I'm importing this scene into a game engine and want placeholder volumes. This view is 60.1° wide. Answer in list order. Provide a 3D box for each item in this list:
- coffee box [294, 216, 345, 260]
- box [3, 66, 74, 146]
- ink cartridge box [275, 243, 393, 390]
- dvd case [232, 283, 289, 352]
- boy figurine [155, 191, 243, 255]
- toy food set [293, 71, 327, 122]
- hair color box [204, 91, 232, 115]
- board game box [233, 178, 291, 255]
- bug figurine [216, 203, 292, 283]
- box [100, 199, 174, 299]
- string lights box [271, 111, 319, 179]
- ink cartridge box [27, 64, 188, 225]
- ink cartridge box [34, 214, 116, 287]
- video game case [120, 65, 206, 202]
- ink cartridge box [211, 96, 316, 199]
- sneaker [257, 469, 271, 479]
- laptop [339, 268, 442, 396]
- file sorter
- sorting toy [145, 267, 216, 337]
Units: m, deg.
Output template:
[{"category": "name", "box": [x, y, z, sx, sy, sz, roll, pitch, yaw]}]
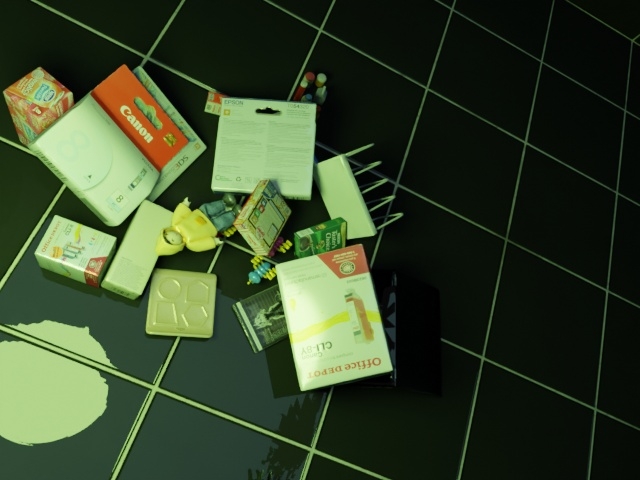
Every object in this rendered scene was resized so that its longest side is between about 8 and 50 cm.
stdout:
[{"category": "coffee box", "box": [0.000, 0.000, 1.843, 0.184, 0.113, 0.040, -19, 40, -27]}, {"category": "box", "box": [-0.793, -0.352, 1.590, 0.123, 0.257, 0.128, 40, 62, 0]}, {"category": "ink cartridge box", "box": [0.046, 0.236, 1.666, 0.280, 0.160, 0.384, -14, 75, 4]}, {"category": "dvd case", "box": [-0.145, 0.233, 1.752, 0.221, 0.018, 0.164, -23, 81, -27]}, {"category": "boy figurine", "box": [-0.372, -0.047, 1.647, 0.285, 0.092, 0.177, -30, 82, -34]}, {"category": "toy food set", "box": [-0.029, -0.546, 2.038, 0.111, 0.104, 0.232, 22, 64, -12]}, {"category": "hair color box", "box": [-0.324, -0.463, 1.914, 0.141, 0.072, 0.043, 11, 68, -17]}, {"category": "board game box", "box": [-0.176, -0.072, 1.721, 0.146, 0.045, 0.193, 57, 44, -35]}, {"category": "bug figurine", "box": [-0.226, 0.007, 1.776, 0.279, 0.072, 0.216, 46, 56, 6]}, {"category": "box", "box": [-0.535, 0.026, 1.632, 0.113, 0.094, 0.275, 28, 62, -20]}, {"category": "string lights box", "box": [-0.115, -0.320, 1.937, 0.134, 0.077, 0.259, -24, 81, -27]}, {"category": "ink cartridge box", "box": [-0.580, -0.281, 1.603, 0.385, 0.091, 0.308, -54, 124, -26]}, {"category": "ink cartridge box", "box": [-0.686, 0.033, 1.560, 0.176, 0.127, 0.128, 22, 65, -11]}, {"category": "video game case", "box": [-0.554, -0.320, 1.715, 0.329, 0.036, 0.300, 52, 58, -27]}, {"category": "ink cartridge box", "box": [-0.181, -0.305, 1.841, 0.325, 0.071, 0.329, 4, 76, 0]}, {"category": "sneaker", "box": [-0.168, 0.721, 1.520, 0.051, 0.089, 0.170, 15, 66, -15]}, {"category": "laptop", "box": [0.201, 0.312, 1.854, 0.409, 0.236, 0.381, -1, 68, 9]}, {"category": "file sorter", "box": [0.128, -0.168, 1.870, 0.173, 0.193, 0.277, -30, 101, -31]}, {"category": "sorting toy", "box": [-0.415, 0.189, 1.660, 0.193, 0.038, 0.208, 7, 64, -18]}]
